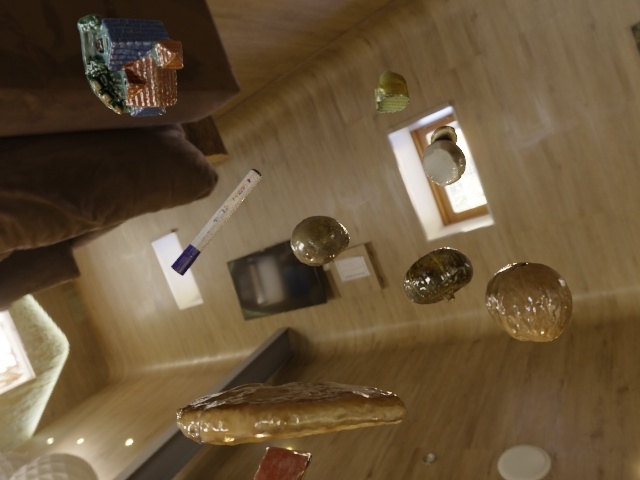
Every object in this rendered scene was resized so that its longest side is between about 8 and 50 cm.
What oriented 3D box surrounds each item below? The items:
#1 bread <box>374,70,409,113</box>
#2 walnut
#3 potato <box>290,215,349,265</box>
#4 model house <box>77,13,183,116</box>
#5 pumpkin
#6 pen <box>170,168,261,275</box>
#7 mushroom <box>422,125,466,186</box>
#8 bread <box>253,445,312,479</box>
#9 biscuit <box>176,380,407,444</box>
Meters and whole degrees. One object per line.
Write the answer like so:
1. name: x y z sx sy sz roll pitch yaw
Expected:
1. bread: 0.214 -0.452 1.358 0.103 0.110 0.156 3 180 -2
2. walnut: 0.565 0.170 1.243 0.228 0.227 0.228 -21 -176 2
3. potato: 0.000 0.000 1.458 0.165 0.164 0.262 -20 169 17
4. model house: -0.558 -0.525 1.398 0.252 0.294 0.329 -13 -152 -37
5. pumpkin: 0.367 0.117 1.380 0.219 0.162 0.219 -21 156 -10
6. pen: -0.212 -0.041 0.948 0.269 0.033 0.033 -53 -167 -13
7. mushroom: 0.384 -0.261 1.412 0.128 0.128 0.350 -20 -155 24
8. bread: -0.113 0.629 1.124 0.190 0.123 0.244 99 10 -58
9. biscuit: -0.097 0.379 1.044 0.447 0.103 0.429 1 167 -16
